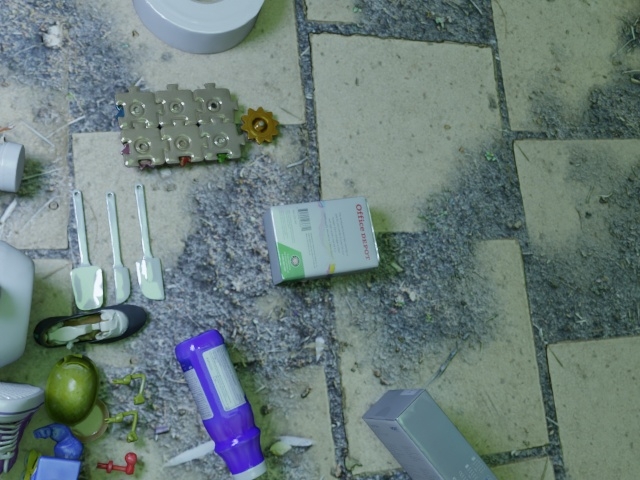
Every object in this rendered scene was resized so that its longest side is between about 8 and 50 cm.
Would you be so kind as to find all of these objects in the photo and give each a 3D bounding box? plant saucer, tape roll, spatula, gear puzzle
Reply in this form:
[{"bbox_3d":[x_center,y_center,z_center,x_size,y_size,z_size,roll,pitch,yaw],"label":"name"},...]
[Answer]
[{"bbox_3d":[-0.431,0.328,1.279,0.084,0.015,0.083,4,77,-16],"label":"plant saucer"},{"bbox_3d":[-0.259,-0.548,1.483,0.286,0.100,0.286,3,78,-16],"label":"tape roll"},{"bbox_3d":[-0.403,0.007,1.357,0.168,0.019,0.242,-7,80,-18],"label":"spatula"},{"bbox_3d":[-0.250,-0.239,1.452,0.339,0.044,0.175,-8,79,-22],"label":"gear puzzle"}]

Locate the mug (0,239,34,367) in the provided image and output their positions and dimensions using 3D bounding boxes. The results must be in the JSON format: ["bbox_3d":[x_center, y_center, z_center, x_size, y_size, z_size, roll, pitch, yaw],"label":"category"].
[{"bbox_3d":[-0.626,0.088,1.083,0.328,0.374,0.276,7,74,-25],"label":"mug"}]

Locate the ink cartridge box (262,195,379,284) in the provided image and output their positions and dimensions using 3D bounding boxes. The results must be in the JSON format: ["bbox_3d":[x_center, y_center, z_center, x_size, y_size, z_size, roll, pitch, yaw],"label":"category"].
[{"bbox_3d":[0.000,0.000,1.445,0.213,0.093,0.154,-8,81,-17],"label":"ink cartridge box"}]

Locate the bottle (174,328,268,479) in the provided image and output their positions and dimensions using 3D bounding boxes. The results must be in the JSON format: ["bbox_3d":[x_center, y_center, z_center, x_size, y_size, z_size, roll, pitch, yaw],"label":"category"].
[{"bbox_3d":[-0.182,0.310,1.306,0.092,0.118,0.282,-22,84,-21],"label":"bottle"}]

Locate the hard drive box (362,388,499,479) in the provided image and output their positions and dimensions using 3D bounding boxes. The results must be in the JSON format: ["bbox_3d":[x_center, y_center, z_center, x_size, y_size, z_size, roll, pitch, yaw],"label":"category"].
[{"bbox_3d":[0.212,0.410,1.374,0.089,0.181,0.232,-40,92,-21],"label":"hard drive box"}]

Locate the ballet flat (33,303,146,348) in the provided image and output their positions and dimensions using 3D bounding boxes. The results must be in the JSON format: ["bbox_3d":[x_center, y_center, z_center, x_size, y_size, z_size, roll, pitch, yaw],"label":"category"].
[{"bbox_3d":[-0.422,0.163,1.288,0.203,0.074,0.074,-8,80,-19],"label":"ballet flat"}]

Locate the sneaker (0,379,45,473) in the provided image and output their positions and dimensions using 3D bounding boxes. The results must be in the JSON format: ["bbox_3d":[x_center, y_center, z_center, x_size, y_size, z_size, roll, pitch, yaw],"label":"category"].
[{"bbox_3d":[-0.509,0.309,1.117,0.102,0.282,0.161,13,76,-17],"label":"sneaker"}]

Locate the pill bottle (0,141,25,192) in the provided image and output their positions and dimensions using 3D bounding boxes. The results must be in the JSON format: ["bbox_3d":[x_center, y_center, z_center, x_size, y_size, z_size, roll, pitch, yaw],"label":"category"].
[{"bbox_3d":[-0.659,-0.148,1.256,0.222,0.124,0.124,9,76,-16],"label":"pill bottle"}]

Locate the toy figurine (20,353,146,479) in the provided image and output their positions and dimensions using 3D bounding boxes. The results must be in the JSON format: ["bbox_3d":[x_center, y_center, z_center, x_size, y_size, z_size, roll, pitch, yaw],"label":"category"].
[{"bbox_3d":[-0.403,0.381,1.154,0.191,0.217,0.362,14,79,-13],"label":"toy figurine"}]
